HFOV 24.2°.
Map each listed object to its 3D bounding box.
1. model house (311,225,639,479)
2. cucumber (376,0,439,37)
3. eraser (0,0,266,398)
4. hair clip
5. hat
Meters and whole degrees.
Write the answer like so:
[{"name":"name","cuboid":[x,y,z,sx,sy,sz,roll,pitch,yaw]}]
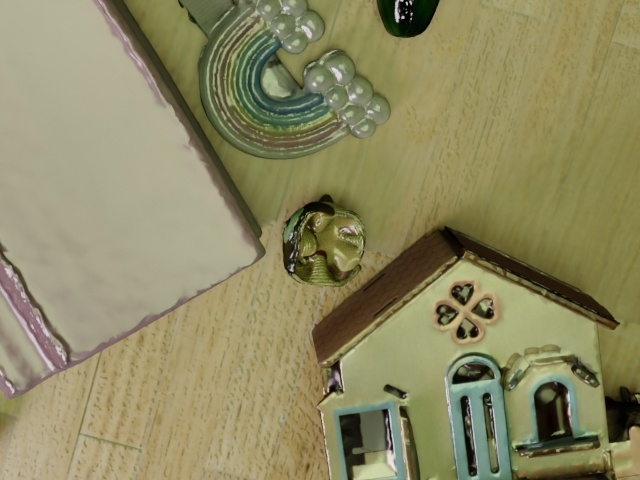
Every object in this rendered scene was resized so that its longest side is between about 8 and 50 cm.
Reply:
[{"name":"model house","cuboid":[0.148,0.113,1.352,0.326,0.169,0.244,-7,100,0]},{"name":"cucumber","cuboid":[0.082,-0.293,1.315,0.069,0.069,0.227,2,98,-2]},{"name":"eraser","cuboid":[-0.251,-0.081,1.318,0.272,0.122,0.359,-28,102,4]},{"name":"hair clip","cuboid":[-0.051,-0.157,1.350,0.140,0.054,0.220,-39,104,-1]},{"name":"hat","cuboid":[-0.001,0.000,1.377,0.076,0.059,0.077,5,108,-20]}]
